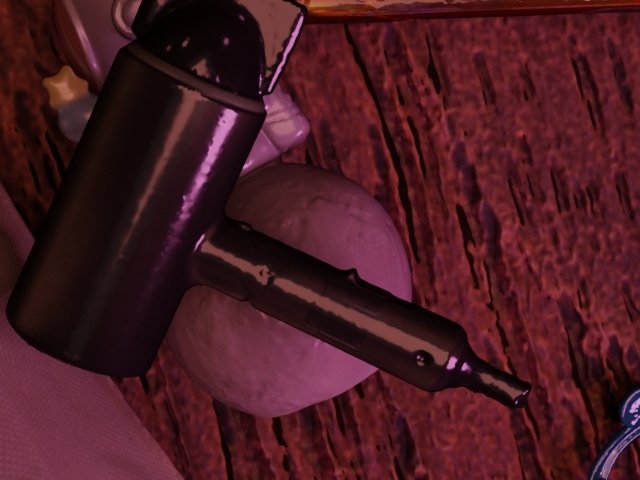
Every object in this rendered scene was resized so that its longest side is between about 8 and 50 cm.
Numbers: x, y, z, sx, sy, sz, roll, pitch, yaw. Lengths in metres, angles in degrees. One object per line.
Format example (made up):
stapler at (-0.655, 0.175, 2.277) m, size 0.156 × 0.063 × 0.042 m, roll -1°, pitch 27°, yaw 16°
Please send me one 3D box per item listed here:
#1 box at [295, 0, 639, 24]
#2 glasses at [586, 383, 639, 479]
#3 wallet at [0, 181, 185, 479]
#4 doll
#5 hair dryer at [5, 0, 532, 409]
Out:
box at (0.125, -0.231, 0.789) m, size 0.313 × 0.089 × 0.197 m, roll -4°, pitch 97°, yaw -11°
glasses at (0.295, 0.178, 0.826) m, size 0.239 × 0.207 × 0.102 m, roll -7°, pitch 132°, yaw -9°
wallet at (-0.153, 0.105, 0.660) m, size 0.068 × 0.275 × 0.335 m, roll -25°, pitch 102°, yaw 14°
doll at (-0.057, -0.048, 0.743) m, size 0.151 × 0.151 × 0.287 m, roll -27°, pitch 96°, yaw -8°
hair dryer at (0.000, 0.000, 0.644) m, size 0.248 × 0.078 × 0.195 m, roll 26°, pitch 102°, yaw -4°
